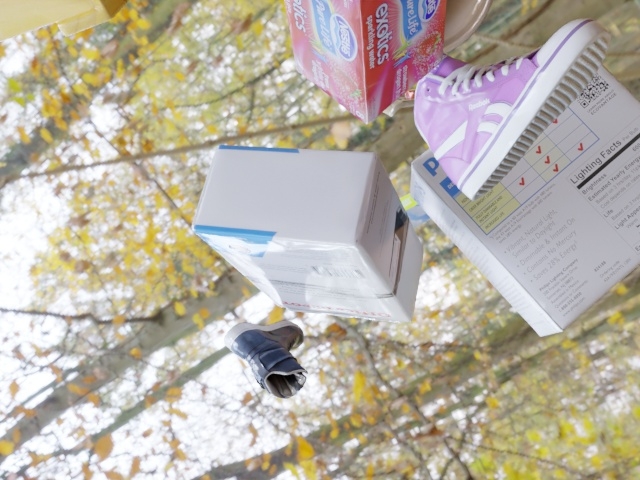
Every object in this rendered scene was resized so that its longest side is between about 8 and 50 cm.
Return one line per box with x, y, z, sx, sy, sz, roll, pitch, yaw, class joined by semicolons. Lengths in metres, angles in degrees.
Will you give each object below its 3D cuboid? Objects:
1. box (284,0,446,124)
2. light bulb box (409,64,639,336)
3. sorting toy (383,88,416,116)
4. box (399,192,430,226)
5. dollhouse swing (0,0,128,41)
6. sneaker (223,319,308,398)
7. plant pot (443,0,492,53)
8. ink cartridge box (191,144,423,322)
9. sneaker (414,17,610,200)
0.045;-0.259;0.803;0.123;0.128;0.256;41;162;24;box
0.401;-0.085;1.359;0.361;0.358;0.225;49;177;11;light bulb box
0.240;-0.325;1.721;0.307;0.229;0.041;-104;1;-76;sorting toy
0.200;-0.063;1.837;0.109;0.178;0.042;31;-143;-59;box
-0.553;-0.595;1.507;0.346;0.305;0.315;61;-138;-38;dollhouse swing
-0.070;0.237;1.567;0.163;0.086;0.226;41;-161;28;sneaker
0.126;-0.385;1.124;0.237;0.237;0.109;42;-149;-24;plant pot
0.000;0.000;1.389;0.395;0.286;0.166;53;-133;-61;ink cartridge box
0.190;-0.176;0.893;0.102;0.282;0.161;-28;-106;-33;sneaker
